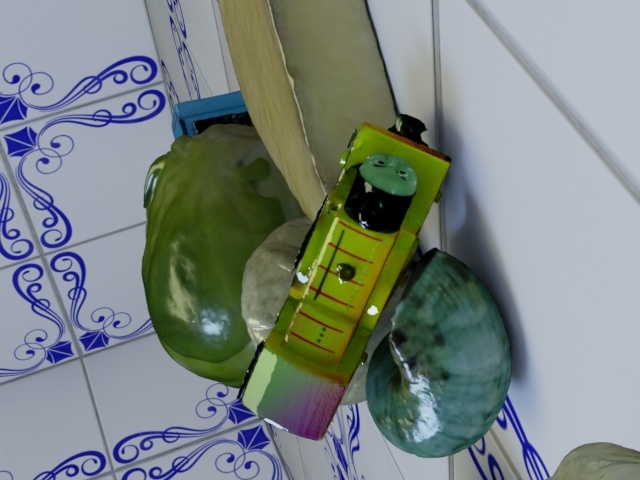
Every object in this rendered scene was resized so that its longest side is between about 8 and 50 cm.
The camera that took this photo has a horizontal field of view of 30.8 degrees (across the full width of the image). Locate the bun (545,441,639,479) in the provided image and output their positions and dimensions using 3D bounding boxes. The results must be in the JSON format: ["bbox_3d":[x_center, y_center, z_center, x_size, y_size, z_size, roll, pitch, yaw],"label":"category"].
[{"bbox_3d":[0.203,0.224,0.695,0.229,0.145,0.229,163,90,-77],"label":"bun"}]

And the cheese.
[{"bbox_3d":[-0.031,-0.205,1.278,0.384,0.104,0.384,162,90,-80],"label":"cheese"}]

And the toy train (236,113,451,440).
[{"bbox_3d":[0.025,0.032,1.045,0.160,0.100,0.296,-58,-9,-65],"label":"toy train"}]

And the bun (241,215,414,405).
[{"bbox_3d":[0.021,0.061,1.235,0.134,0.220,0.220,-48,58,51],"label":"bun"}]

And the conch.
[{"bbox_3d":[0.108,0.109,1.058,0.188,0.122,0.176,114,157,-72],"label":"conch"}]

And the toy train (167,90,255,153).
[{"bbox_3d":[-0.144,-0.084,1.906,0.265,0.188,0.300,120,134,-70],"label":"toy train"}]

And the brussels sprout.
[{"bbox_3d":[-0.108,0.031,1.619,0.315,0.276,0.371,-127,40,-57],"label":"brussels sprout"}]
